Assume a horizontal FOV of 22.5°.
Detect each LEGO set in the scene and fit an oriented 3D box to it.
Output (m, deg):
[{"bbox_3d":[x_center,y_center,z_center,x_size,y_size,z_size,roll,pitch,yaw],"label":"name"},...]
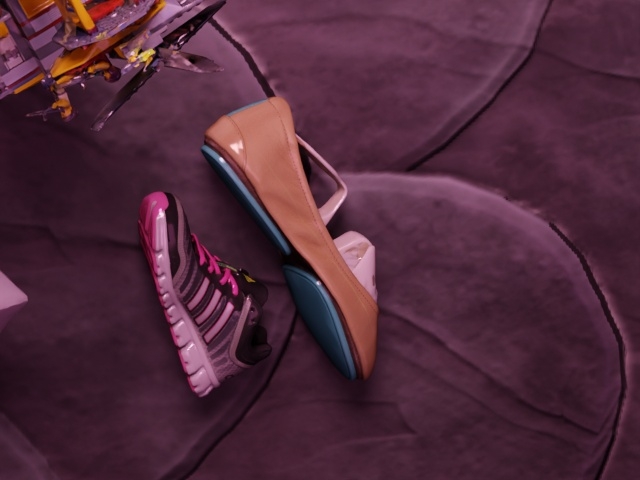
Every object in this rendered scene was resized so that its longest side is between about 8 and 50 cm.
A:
[{"bbox_3d":[-0.213,-0.109,0.904,0.255,0.331,0.192,-40,123,-21],"label":"LEGO set"}]

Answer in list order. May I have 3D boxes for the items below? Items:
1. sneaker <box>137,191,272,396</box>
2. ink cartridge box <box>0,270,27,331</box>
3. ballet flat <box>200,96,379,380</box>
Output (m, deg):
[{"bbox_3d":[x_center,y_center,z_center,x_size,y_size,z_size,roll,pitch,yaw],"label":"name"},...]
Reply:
[{"bbox_3d":[-0.078,0.031,1.136,0.075,0.063,0.170,-19,123,-6],"label":"sneaker"},{"bbox_3d":[-0.365,0.098,0.891,0.160,0.385,0.279,42,101,6],"label":"ink cartridge box"},{"bbox_3d":[0.000,0.000,1.136,0.073,0.080,0.232,-38,121,-13],"label":"ballet flat"}]
